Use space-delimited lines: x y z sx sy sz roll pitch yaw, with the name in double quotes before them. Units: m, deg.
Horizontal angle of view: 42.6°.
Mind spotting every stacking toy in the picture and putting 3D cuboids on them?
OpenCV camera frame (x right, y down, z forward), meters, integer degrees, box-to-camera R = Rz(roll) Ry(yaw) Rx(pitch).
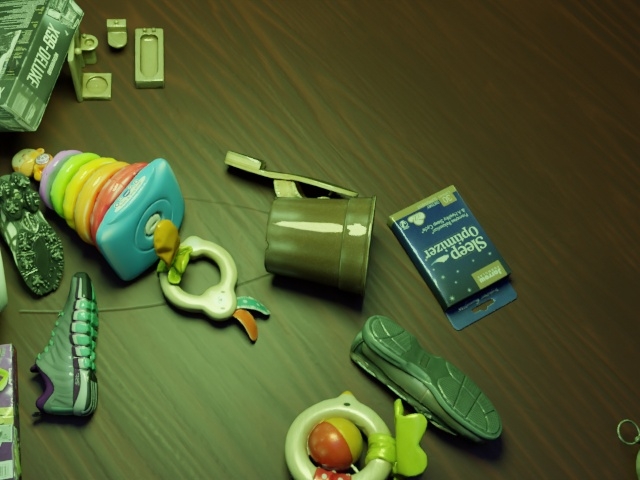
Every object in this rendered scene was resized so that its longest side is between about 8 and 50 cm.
"stacking toy" -0.385 -0.085 1.328 0.301 0.166 0.175 26 66 20

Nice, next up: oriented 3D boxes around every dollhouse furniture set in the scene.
"dollhouse furniture set" -0.354 -0.338 1.438 0.151 0.123 0.144 -2 67 -8

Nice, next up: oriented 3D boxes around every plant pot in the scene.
"plant pot" 0.000 0.000 1.326 0.165 0.167 0.167 7 66 5

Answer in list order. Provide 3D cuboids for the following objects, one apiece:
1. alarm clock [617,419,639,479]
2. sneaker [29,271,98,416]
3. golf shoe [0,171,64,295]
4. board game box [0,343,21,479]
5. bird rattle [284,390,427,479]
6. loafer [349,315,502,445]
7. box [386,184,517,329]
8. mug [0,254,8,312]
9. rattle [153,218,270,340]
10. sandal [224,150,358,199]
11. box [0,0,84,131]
"alarm clock" 0.547 0.349 1.286 0.192 0.064 0.129 38 68 7
"sneaker" -0.392 0.155 1.243 0.098 0.083 0.224 -4 68 -4
"golf shoe" -0.470 -0.009 1.315 0.077 0.094 0.198 -17 93 -35
"board game box" -0.616 0.274 1.181 0.346 0.056 0.208 -6 72 -10
"bird rattle" 0.036 0.334 1.213 0.253 0.143 0.207 -34 54 -18
"loafer" 0.163 0.229 1.294 0.267 0.084 0.096 41 37 7
"box" 0.230 0.026 1.403 0.136 0.036 0.225 -26 73 -17
"mug" -0.609 0.082 1.135 0.327 0.276 0.374 -10 60 -22
"rattle" -0.164 0.058 1.286 0.199 0.143 0.130 43 50 18
"sandal" -0.058 -0.081 1.405 0.240 0.088 0.079 19 97 9
"box" -0.568 -0.295 1.350 0.307 0.076 0.243 1 64 22
